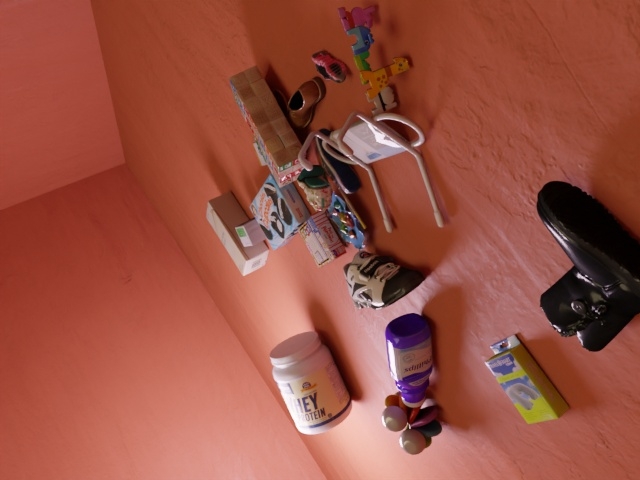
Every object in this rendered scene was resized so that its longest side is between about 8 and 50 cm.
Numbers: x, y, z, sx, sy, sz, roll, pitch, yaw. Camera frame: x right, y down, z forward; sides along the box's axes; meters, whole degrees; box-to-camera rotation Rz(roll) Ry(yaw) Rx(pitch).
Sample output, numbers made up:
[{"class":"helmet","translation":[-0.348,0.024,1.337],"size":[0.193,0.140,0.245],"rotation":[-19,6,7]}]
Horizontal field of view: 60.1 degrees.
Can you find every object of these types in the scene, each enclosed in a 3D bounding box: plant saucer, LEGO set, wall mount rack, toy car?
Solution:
[{"class":"plant saucer","translation":[-0.112,-0.388,1.569],"size":[0.083,0.013,0.083],"rotation":[45,150,35]},{"class":"LEGO set","translation":[0.117,-0.356,1.084],"size":[0.087,0.093,0.227],"rotation":[-95,-16,-66]},{"class":"wall mount rack","translation":[0.124,-0.150,1.230],"size":[0.304,0.130,0.350],"rotation":[31,166,-21]},{"class":"toy car","translation":[0.275,0.508,1.596],"size":[0.136,0.159,0.182],"rotation":[-41,84,25]}]

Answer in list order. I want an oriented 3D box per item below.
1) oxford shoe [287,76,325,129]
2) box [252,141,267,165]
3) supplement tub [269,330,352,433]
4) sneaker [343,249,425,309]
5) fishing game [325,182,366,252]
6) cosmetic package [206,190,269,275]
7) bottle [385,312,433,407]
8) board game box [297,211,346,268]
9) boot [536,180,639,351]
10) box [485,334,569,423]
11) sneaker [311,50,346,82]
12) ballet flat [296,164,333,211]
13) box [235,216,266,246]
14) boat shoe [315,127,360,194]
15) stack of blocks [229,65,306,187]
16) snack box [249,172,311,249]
[{"class":"oxford shoe","translation":[-0.058,-0.347,1.434],"size":[0.076,0.076,0.212],"rotation":[57,157,7]},{"class":"box","translation":[-0.170,-0.285,1.774],"size":[0.136,0.028,0.081],"rotation":[4,119,59]},{"class":"supplement tub","translation":[-0.039,0.536,2.101],"size":[0.235,0.235,0.324],"rotation":[-3,112,64]},{"class":"sneaker","translation":[0.141,0.093,1.432],"size":[0.146,0.122,0.330],"rotation":[62,155,-2]},{"class":"fishing game","translation":[0.059,-0.048,1.497],"size":[0.189,0.041,0.264],"rotation":[59,168,2]},{"class":"cosmetic package","translation":[-0.344,-0.028,2.276],"size":[0.309,0.113,0.160],"rotation":[54,155,16]},{"class":"bottle","translation":[0.241,0.328,1.479],"size":[0.092,0.118,0.282],"rotation":[-133,27,-53]},{"class":"board game box","translation":[0.000,0.000,1.683],"size":[0.146,0.045,0.193],"rotation":[61,162,2]},{"class":"boot","translation":[0.408,0.050,0.894],"size":[0.246,0.094,0.207],"rotation":[47,148,18]},{"class":"box","translation":[0.428,0.296,1.172],"size":[0.178,0.042,0.109],"rotation":[56,154,13]},{"class":"sneaker","translation":[0.023,-0.388,1.275],"size":[0.119,0.047,0.057],"rotation":[53,162,37]},{"class":"ballet flat","translation":[-0.015,-0.137,1.460],"size":[0.241,0.091,0.077],"rotation":[-100,2,-68]},{"class":"box","translation":[-0.251,-0.037,2.095],"size":[0.101,0.102,0.087],"rotation":[-6,111,63]},{"class":"boat shoe","translation":[0.032,-0.197,1.418],"size":[0.183,0.066,0.066],"rotation":[64,157,-2]},{"class":"stack of blocks","translation":[-0.147,-0.318,1.568],"size":[0.297,0.087,0.171],"rotation":[61,172,10]},{"class":"snack box","translation":[-0.142,-0.097,1.870],"size":[0.187,0.060,0.322],"rotation":[61,156,5]}]
